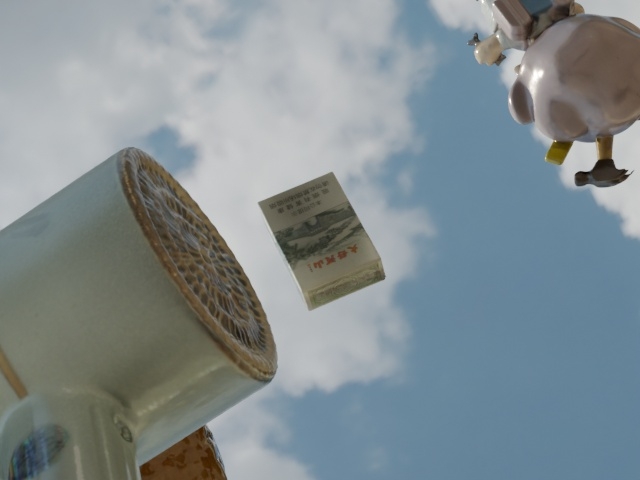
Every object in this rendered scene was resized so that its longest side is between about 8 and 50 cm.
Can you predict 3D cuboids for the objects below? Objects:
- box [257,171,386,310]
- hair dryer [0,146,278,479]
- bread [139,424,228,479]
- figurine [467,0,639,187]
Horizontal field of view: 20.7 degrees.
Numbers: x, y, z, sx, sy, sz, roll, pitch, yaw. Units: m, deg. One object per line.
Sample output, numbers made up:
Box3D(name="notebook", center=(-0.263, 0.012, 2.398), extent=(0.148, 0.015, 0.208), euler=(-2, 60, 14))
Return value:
Box3D(name="box", center=(0.000, 0.000, 1.087), extent=(0.054, 0.024, 0.083), euler=(-22, -131, -7))
Box3D(name="hair dryer", center=(-0.088, 0.120, 0.573), extent=(0.107, 0.173, 0.357), euler=(49, -169, -33))
Box3D(name="bread", center=(-0.123, 0.159, 1.109), extent=(0.134, 0.129, 0.260), euler=(-16, -106, 1))
Box3D(name="figurine", center=(0.211, -0.155, 1.487), extent=(0.137, 0.112, 0.229), euler=(-20, -127, -17))
